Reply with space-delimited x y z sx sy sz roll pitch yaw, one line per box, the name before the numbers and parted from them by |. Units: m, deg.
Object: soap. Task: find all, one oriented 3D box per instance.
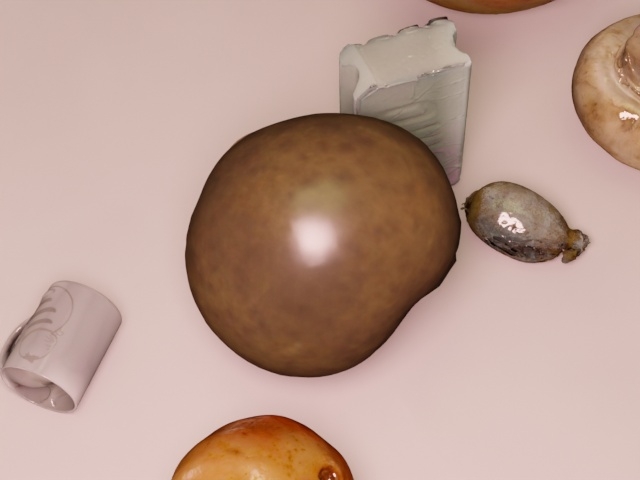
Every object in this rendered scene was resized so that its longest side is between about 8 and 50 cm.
soap | 0.104 -0.153 1.679 0.150 0.261 0.094 -19 61 -9

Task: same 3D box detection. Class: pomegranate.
pomegranate | -0.055 0.287 1.429 0.209 0.209 0.209 -2 56 2

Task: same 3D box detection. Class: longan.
longan | 0.000 0.000 1.549 0.319 0.319 0.318 -2 56 2

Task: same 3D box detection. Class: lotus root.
lotus root | 0.254 -0.018 1.689 0.165 0.088 0.088 26 61 8

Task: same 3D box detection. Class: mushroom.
mushroom | 0.453 -0.202 1.743 0.255 0.184 0.254 -9 45 9

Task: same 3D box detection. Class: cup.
cup | -0.324 0.121 1.614 0.136 0.099 0.133 17 59 13

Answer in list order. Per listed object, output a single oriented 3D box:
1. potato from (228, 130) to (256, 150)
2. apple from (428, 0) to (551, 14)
potato | -0.062 -0.090 1.742 0.147 0.112 0.112 0 56 -2
apple | 0.249 -0.499 1.844 0.347 0.391 0.391 -13 54 -30
